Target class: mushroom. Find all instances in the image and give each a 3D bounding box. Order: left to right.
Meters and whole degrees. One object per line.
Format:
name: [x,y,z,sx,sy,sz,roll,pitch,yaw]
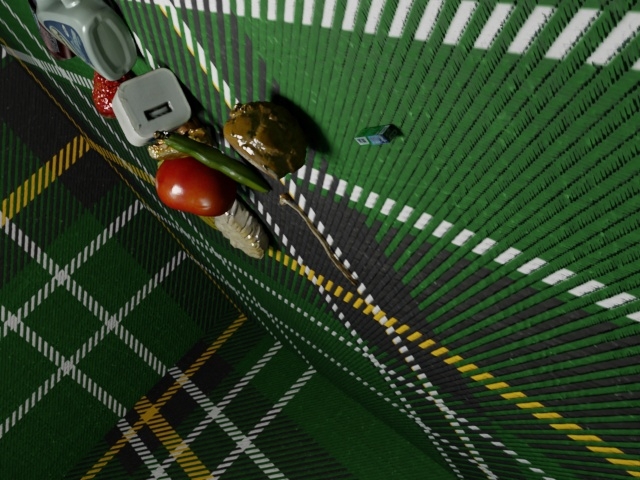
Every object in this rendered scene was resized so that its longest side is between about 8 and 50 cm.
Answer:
mushroom: [0.002,0.002,1.607,0.286,0.026,0.028,49,-178,-23]

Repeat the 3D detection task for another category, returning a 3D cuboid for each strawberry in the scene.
strawberry: [-0.483,-0.363,1.763,0.131,0.148,0.131,5,-178,0]

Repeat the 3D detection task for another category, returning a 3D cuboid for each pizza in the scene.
pizza: [-0.288,-0.215,1.613,0.134,0.175,0.046,-17,89,35]

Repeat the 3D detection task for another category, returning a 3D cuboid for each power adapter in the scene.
power adapter: [-0.369,-0.278,1.576,0.125,0.130,0.205,65,163,-8]

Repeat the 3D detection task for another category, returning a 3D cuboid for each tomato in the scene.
tomato: [-0.292,-0.137,1.738,0.195,0.136,0.195,17,-167,-4]

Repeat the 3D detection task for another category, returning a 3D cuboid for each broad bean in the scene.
broad bean: [-0.224,-0.172,1.555,0.297,0.043,0.060,26,-165,-32]

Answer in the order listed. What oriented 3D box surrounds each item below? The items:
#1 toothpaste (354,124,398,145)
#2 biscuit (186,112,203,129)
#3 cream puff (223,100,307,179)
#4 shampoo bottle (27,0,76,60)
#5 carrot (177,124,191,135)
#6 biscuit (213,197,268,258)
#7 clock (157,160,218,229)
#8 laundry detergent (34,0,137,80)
toothpaste: [0.074,-0.140,0.980,0.017,0.020,0.083,45,167,-20]
biscuit: [-0.295,-0.277,1.641,0.092,0.016,0.082,38,160,20]
cream puff: [-0.082,-0.166,1.179,0.144,0.103,0.126,41,179,15]
shampoo bottle: [-0.640,-0.520,1.782,0.129,0.084,0.323,48,167,-6]
carrot: [-0.333,-0.277,1.717,0.165,0.035,0.035,51,165,-17]
biscuit: [-0.215,-0.029,1.992,0.179,0.084,0.281,40,165,18]
clock: [-0.396,-0.138,2.218,0.293,0.071,0.277,44,166,0]
laundry detergent: [-0.520,-0.474,1.530,0.280,0.105,0.215,41,166,20]
